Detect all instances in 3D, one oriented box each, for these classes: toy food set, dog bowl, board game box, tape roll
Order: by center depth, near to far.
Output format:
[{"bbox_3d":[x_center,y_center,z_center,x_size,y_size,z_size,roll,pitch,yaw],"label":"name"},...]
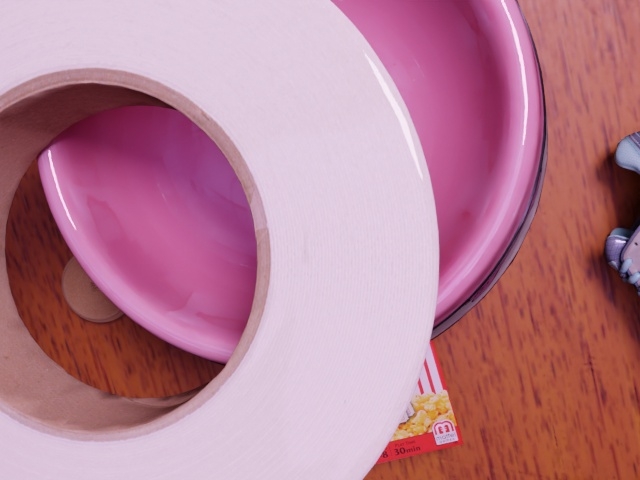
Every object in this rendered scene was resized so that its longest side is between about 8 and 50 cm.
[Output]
[{"bbox_3d":[-0.123,0.007,0.359,0.393,0.072,0.391,0,92,9],"label":"tape roll"},{"bbox_3d":[-0.022,-0.083,0.452,0.409,0.150,0.407,0,92,9],"label":"dog bowl"},{"bbox_3d":[0.044,0.124,0.594,0.147,0.045,0.193,-17,95,8],"label":"board game box"},{"bbox_3d":[-0.233,0.046,0.625,0.083,0.020,0.082,-26,95,9],"label":"toy food set"}]

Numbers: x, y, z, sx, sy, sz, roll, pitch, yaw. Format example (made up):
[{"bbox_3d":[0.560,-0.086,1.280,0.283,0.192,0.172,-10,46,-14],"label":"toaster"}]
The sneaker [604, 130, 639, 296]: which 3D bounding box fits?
[{"bbox_3d":[0.327,0.028,0.538,0.122,0.110,0.282,-4,96,24],"label":"sneaker"}]
